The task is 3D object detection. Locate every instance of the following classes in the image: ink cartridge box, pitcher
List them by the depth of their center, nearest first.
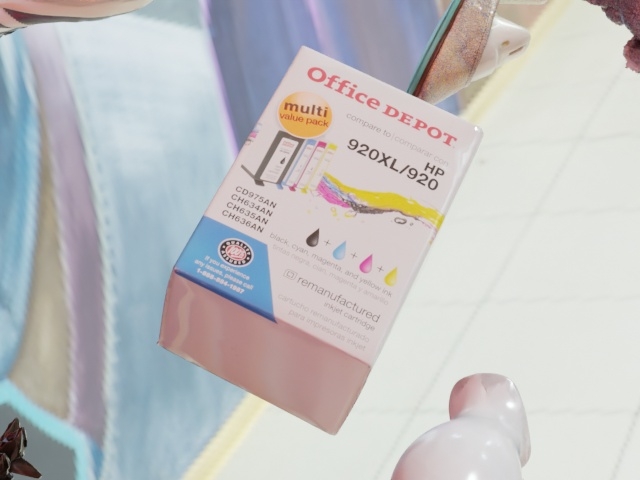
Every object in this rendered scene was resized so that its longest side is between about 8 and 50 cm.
[{"bbox_3d":[0.000,0.000,1.235,0.171,0.168,0.233,26,63,4],"label":"ink cartridge box"},{"bbox_3d":[0.155,0.253,1.508,0.125,0.178,0.207,-19,14,29],"label":"pitcher"}]

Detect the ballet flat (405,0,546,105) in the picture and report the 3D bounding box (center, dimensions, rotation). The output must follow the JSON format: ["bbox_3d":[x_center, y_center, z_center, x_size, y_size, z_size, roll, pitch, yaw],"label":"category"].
[{"bbox_3d":[0.193,-0.264,1.669,0.106,0.316,0.107,23,-11,-1],"label":"ballet flat"}]

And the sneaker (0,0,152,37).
[{"bbox_3d":[-0.318,-0.244,1.489,0.350,0.148,0.131,2,65,5],"label":"sneaker"}]

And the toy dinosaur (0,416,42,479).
[{"bbox_3d":[-0.246,0.298,1.282,0.322,0.218,0.164,-34,23,12],"label":"toy dinosaur"}]

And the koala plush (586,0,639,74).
[{"bbox_3d":[0.468,-0.350,2.169,0.203,0.196,0.221,8,40,-17],"label":"koala plush"}]
